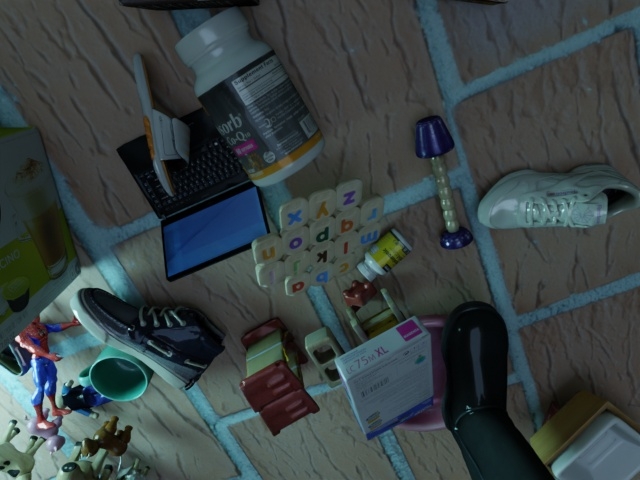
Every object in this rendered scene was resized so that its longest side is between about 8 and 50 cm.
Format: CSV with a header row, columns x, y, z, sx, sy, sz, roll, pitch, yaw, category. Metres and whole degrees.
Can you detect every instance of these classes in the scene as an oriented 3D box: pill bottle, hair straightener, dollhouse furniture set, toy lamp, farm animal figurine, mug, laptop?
x,y,z,sx,sy,sz,roll,pitch,yaw,category
-0.123,-0.250,0.828,0.162,0.162,0.279,-29,111,11,pill bottle
0.638,0.537,1.248,0.088,0.047,0.231,6,108,-6,hair straightener
0.010,0.236,1.030,0.373,0.201,0.152,-29,111,4,dollhouse furniture set
0.251,-0.115,0.942,0.080,0.080,0.275,-19,112,7,toy lamp
0.137,0.033,1.003,0.116,0.065,0.065,-43,108,8,pill bottle
-0.629,0.582,1.149,0.329,0.172,0.327,-6,123,5,farm animal figurine
-0.470,0.291,1.087,0.157,0.097,0.130,21,112,-9,mug
-0.251,-0.094,0.906,0.234,0.137,0.265,-22,112,7,laptop

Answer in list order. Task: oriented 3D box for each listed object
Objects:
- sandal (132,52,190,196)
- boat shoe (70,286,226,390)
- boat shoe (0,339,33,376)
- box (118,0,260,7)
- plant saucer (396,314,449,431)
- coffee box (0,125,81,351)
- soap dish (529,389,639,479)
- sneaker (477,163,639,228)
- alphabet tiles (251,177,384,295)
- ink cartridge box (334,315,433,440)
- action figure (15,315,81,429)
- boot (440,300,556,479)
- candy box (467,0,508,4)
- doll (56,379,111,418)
x,y,z,sx,sy,sz,roll,pitch,yaw,category
-0.283,-0.216,0.852,0.076,0.102,0.266,-12,94,-13,sandal
-0.369,0.184,1.042,0.158,0.127,0.340,-42,116,8,boat shoe
-0.757,0.207,1.053,0.095,0.079,0.255,-27,111,11,boat shoe
-0.209,-0.463,0.731,0.203,0.167,0.169,-4,113,0,box
0.259,0.313,1.125,0.331,0.084,0.333,-1,114,-1,plant saucer
-0.707,-0.003,0.823,0.337,0.338,0.335,-3,113,0,coffee box
0.687,0.517,1.169,0.290,0.118,0.229,35,100,-27,soap dish
0.474,-0.081,0.924,0.304,0.152,0.114,-13,115,6,sneaker
0.000,0.000,0.934,0.283,0.021,0.278,-21,141,-17,alphabet tiles
0.146,0.302,0.974,0.185,0.065,0.311,-26,134,-9,ink cartridge box
-0.606,0.282,1.065,0.138,0.091,0.281,-9,100,6,action figure
0.355,0.378,0.867,0.146,0.445,0.367,-6,114,1,boot
0.243,-0.565,0.742,0.182,0.088,0.317,5,113,-4,candy box
-0.583,0.392,1.156,0.188,0.046,0.129,-16,113,5,doll
